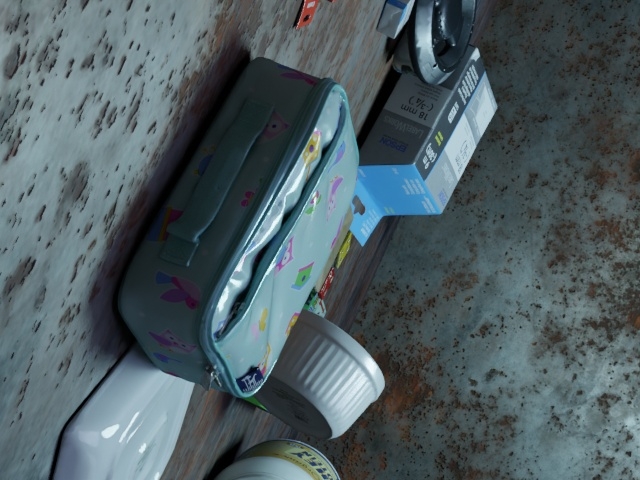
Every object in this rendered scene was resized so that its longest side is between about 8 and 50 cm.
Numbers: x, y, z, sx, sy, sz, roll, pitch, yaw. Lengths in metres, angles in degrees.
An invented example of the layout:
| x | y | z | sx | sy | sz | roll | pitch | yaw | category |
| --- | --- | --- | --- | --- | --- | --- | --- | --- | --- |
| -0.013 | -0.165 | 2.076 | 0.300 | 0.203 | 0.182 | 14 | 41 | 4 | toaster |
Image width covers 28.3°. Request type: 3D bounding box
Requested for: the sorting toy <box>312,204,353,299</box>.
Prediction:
| x | y | z | sx | sy | sz | roll | pitch | yaw | category |
| --- | --- | --- | --- | --- | --- | --- | --- | --- | --- |
| 0.000 | 0.000 | 1.916 | 0.274 | 0.046 | 0.132 | 70 | 45 | -74 | sorting toy |

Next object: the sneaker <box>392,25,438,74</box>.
| x | y | z | sx | sy | sz | roll | pitch | yaw | category |
| --- | --- | --- | --- | --- | --- | --- | --- | --- | --- |
| 0.161 | -0.337 | 2.003 | 0.083 | 0.071 | 0.191 | 87 | 22 | -47 | sneaker |

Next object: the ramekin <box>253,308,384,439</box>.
| x | y | z | sx | sy | sz | roll | pitch | yaw | category |
| --- | --- | --- | --- | --- | --- | --- | --- | --- | --- |
| -0.019 | 0.201 | 1.867 | 0.109 | 0.207 | 0.207 | -53 | 169 | -25 | ramekin |

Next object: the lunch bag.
| x | y | z | sx | sy | sz | roll | pitch | yaw | category |
| --- | --- | --- | --- | --- | --- | --- | --- | --- | --- |
| -0.062 | -0.006 | 1.108 | 0.224 | 0.107 | 0.279 | 80 | 33 | -65 | lunch bag |

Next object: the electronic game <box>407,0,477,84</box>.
| x | y | z | sx | sy | sz | roll | pitch | yaw | category |
| --- | --- | --- | --- | --- | --- | --- | --- | --- | --- |
| 0.185 | -0.351 | 1.930 | 0.229 | 0.048 | 0.229 | -37 | 133 | -55 | electronic game |

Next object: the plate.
| x | y | z | sx | sy | sz | roll | pitch | yaw | category |
| --- | --- | --- | --- | --- | --- | --- | --- | --- | --- |
| -0.186 | 0.204 | 1.221 | 0.277 | 0.045 | 0.278 | -57 | 169 | -55 | plate |

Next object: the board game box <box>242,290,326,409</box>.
| x | y | z | sx | sy | sz | roll | pitch | yaw | category |
| --- | --- | --- | --- | --- | --- | --- | --- | --- | --- |
| -0.059 | 0.187 | 2.152 | 0.317 | 0.046 | 0.214 | 75 | 39 | -79 | board game box |

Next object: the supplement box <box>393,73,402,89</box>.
| x | y | z | sx | sy | sz | roll | pitch | yaw | category |
| --- | --- | --- | --- | --- | --- | --- | --- | --- | --- |
| 0.159 | -0.274 | 2.238 | 0.055 | 0.043 | 0.083 | 106 | 10 | -49 | supplement box |

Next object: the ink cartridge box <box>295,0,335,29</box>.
| x | y | z | sx | sy | sz | roll | pitch | yaw | category |
| --- | --- | --- | --- | --- | --- | --- | --- | --- | --- |
| 0.014 | -0.255 | 1.224 | 0.063 | 0.029 | 0.115 | -50 | 162 | -69 | ink cartridge box |

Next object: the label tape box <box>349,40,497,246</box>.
| x | y | z | sx | sy | sz | roll | pitch | yaw | category |
| --- | --- | --- | --- | --- | --- | --- | --- | --- | --- |
| 0.165 | -0.149 | 2.132 | 0.334 | 0.106 | 0.240 | -61 | 157 | -9 | label tape box |

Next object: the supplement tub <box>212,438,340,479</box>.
| x | y | z | sx | sy | sz | roll | pitch | yaw | category |
| --- | --- | --- | --- | --- | --- | --- | --- | --- | --- |
| -0.084 | 0.470 | 2.158 | 0.316 | 0.228 | 0.228 | 1 | 113 | -83 | supplement tub |

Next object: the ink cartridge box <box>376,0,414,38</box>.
| x | y | z | sx | sy | sz | roll | pitch | yaw | category |
| --- | --- | --- | --- | --- | --- | --- | --- | --- | --- |
| 0.108 | -0.319 | 1.745 | 0.083 | 0.028 | 0.048 | -58 | 170 | -51 | ink cartridge box |
